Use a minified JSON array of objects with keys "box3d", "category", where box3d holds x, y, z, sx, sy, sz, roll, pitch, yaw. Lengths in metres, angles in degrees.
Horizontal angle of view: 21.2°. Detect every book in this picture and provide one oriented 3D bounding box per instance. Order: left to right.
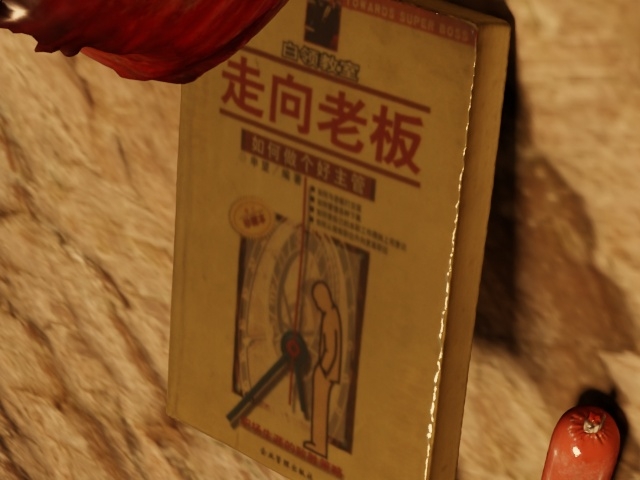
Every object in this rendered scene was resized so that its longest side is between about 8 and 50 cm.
[{"box3d":[0.000,0.000,0.720,0.161,0.026,0.230,23,119,37],"category":"book"}]

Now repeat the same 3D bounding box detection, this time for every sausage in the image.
[{"box3d":[0.116,0.153,0.827,0.034,0.034,0.253,33,148,25],"category":"sausage"}]

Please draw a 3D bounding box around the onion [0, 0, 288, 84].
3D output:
[{"box3d":[-0.095,-0.183,0.595,0.272,0.195,0.272,45,-173,-7],"category":"onion"}]
